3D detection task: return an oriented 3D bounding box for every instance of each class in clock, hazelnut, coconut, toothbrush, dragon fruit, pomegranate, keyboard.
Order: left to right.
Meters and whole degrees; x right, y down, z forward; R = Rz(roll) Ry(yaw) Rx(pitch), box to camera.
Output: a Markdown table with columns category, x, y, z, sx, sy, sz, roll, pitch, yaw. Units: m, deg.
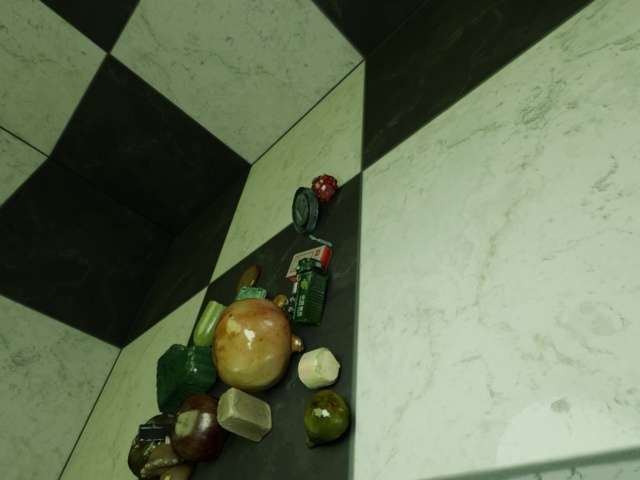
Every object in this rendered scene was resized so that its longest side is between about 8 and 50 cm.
| category | x | y | z | sx | sy | sz | roll | pitch | yaw |
| --- | --- | --- | --- | --- | --- | --- | --- | --- | --- |
| keyboard | -0.623 | 0.784 | 1.669 | 0.072 | 0.231 | 0.023 | -110 | 36 | -50 |
| hazelnut | -0.441 | 0.683 | 1.510 | 0.218 | 0.218 | 0.234 | -41 | 27 | 22 |
| pomegranate | -0.218 | 0.365 | 1.446 | 0.338 | 0.338 | 0.338 | -38 | 30 | 27 |
| clock | -0.076 | -0.146 | 1.970 | 0.226 | 0.048 | 0.226 | -1 | 88 | 63 |
| coconut | -0.010 | 0.399 | 1.267 | 0.122 | 0.116 | 0.116 | -29 | 35 | 43 |
| toothbrush | 0.000 | 0.000 | 1.823 | 0.016 | 0.019 | 0.219 | -51 | 26 | -8 |
| dragon fruit | 0.011 | -0.248 | 1.989 | 0.166 | 0.136 | 0.133 | -65 | 32 | 20 |

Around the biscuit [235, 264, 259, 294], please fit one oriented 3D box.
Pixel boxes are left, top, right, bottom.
| category | x | y | z | sx | sy | sz | roll | pitch | yaw |
| --- | --- | --- | --- | --- | --- | --- | --- | --- | --- |
| biscuit | -0.385 | 0.213 | 2.176 | 0.187 | 0.027 | 0.188 | -40 | 29 | 28 |

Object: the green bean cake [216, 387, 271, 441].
| category | x | y | z | sx | sy | sz | roll | pitch | yaw |
| --- | --- | --- | --- | --- | --- | --- | --- | --- | --- |
| green bean cake | -0.251 | 0.579 | 1.357 | 0.085 | 0.179 | 0.109 | -44 | 31 | 15 |

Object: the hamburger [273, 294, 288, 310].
| category | x | y | z | sx | sy | sz | roll | pitch | yaw |
| --- | --- | --- | --- | --- | --- | --- | --- | --- | --- |
| hamburger | -0.174 | 0.271 | 1.752 | 0.076 | 0.044 | 0.083 | -56 | 29 | -4 |

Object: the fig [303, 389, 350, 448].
| category | x | y | z | sx | sy | sz | roll | pitch | yaw |
| --- | --- | --- | --- | --- | --- | --- | --- | --- | --- |
| fig | -0.006 | 0.503 | 1.121 | 0.185 | 0.126 | 0.133 | -46 | 41 | 6 |

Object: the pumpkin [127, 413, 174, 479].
| category | x | y | z | sx | sy | sz | roll | pitch | yaw |
| --- | --- | --- | --- | --- | --- | --- | --- | --- | --- |
| pumpkin | -0.712 | 0.869 | 1.736 | 0.260 | 0.189 | 0.260 | -37 | 32 | 29 |

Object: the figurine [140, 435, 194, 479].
| category | x | y | z | sx | sy | sz | roll | pitch | yaw |
| --- | --- | --- | --- | --- | --- | --- | --- | --- | --- |
| figurine | -0.589 | 0.881 | 1.542 | 0.177 | 0.173 | 0.247 | -28 | 36 | 40 |

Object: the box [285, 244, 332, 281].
| category | x | y | z | sx | sy | sz | roll | pitch | yaw |
| --- | --- | --- | --- | --- | --- | --- | --- | --- | --- |
| box | -0.053 | 0.103 | 1.750 | 0.229 | 0.050 | 0.123 | -18 | 43 | 49 |

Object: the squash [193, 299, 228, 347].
| category | x | y | z | sx | sy | sz | roll | pitch | yaw |
| --- | --- | --- | --- | --- | --- | --- | --- | --- | --- |
| squash | -0.557 | 0.437 | 2.073 | 0.132 | 0.132 | 0.247 | -8 | 53 | 55 |

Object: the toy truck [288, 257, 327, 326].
| category | x | y | z | sx | sy | sz | roll | pitch | yaw |
| --- | --- | --- | --- | --- | --- | --- | --- | --- | --- |
| toy truck | -0.048 | 0.191 | 1.548 | 0.121 | 0.088 | 0.259 | -20 | 54 | 48 |

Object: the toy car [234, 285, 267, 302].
| category | x | y | z | sx | sy | sz | roll | pitch | yaw |
| --- | --- | --- | --- | --- | --- | --- | --- | --- | --- |
| toy car | -0.327 | 0.276 | 1.955 | 0.224 | 0.076 | 0.090 | -4 | 53 | 47 |

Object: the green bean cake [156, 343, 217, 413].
| category | x | y | z | sx | sy | sz | roll | pitch | yaw |
| --- | --- | --- | --- | --- | --- | --- | --- | --- | --- |
| green bean cake | -0.612 | 0.601 | 1.889 | 0.308 | 0.169 | 0.300 | -47 | 37 | 17 |
